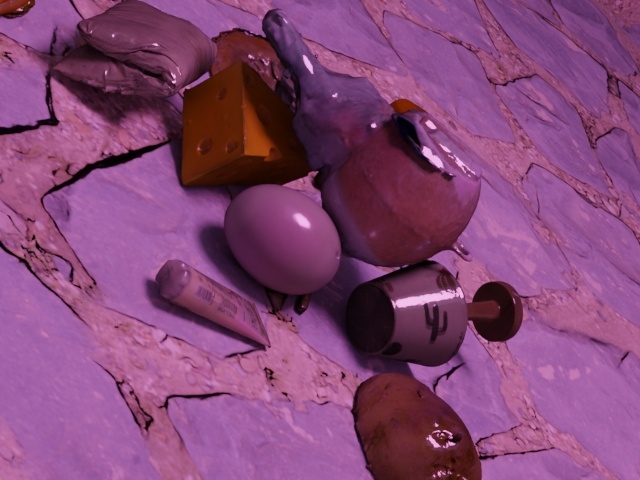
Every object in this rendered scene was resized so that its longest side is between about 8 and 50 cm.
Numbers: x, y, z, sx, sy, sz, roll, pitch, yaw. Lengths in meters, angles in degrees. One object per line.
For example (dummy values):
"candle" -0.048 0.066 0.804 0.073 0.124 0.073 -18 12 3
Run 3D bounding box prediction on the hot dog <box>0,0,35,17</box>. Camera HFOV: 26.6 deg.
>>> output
"hot dog" -0.334 -0.264 1.435 0.056 0.041 0.133 46 34 0

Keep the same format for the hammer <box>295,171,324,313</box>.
"hammer" 0.000 0.000 1.559 0.058 0.029 0.292 38 29 -12

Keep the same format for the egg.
"egg" -0.039 -0.002 1.412 0.135 0.103 0.103 40 27 -16

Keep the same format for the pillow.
"pillow" -0.194 -0.207 1.481 0.134 0.077 0.181 20 23 4

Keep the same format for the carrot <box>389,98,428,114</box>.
"carrot" 0.142 -0.116 1.857 0.082 0.082 0.173 2 47 -54

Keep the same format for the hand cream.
"hand cream" -0.103 0.060 1.321 0.143 0.039 0.061 33 21 -42

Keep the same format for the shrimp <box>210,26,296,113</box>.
"shrimp" -0.048 -0.177 1.707 0.173 0.058 0.253 -12 58 -50

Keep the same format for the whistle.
"whistle" 0.038 -0.098 1.468 0.348 0.189 0.189 48 27 -3

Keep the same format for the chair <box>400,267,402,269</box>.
"chair" 0.117 0.048 1.650 0.037 0.042 0.086 -91 166 -52

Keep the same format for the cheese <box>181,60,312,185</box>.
"cheese" -0.065 -0.101 1.515 0.171 0.093 0.126 29 48 -46

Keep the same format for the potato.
"potato" 0.099 0.195 1.353 0.101 0.089 0.172 -9 61 -56

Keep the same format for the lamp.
"lamp" 0.134 0.082 1.519 0.215 0.121 0.121 1 50 -39
